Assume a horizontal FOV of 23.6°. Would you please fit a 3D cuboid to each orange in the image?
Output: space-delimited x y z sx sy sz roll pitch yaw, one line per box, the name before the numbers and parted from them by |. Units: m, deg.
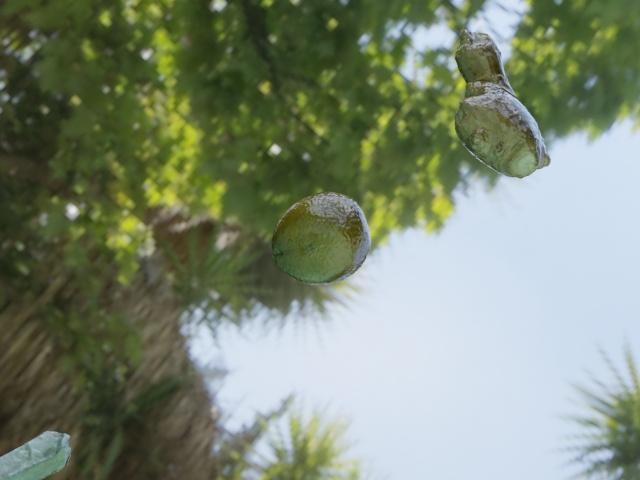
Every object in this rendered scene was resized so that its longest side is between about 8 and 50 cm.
orange | 0.000 0.000 1.431 0.085 0.095 0.085 158 -90 -85

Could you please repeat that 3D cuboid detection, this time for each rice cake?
rice cake | -0.338 0.244 1.508 0.034 0.211 0.043 44 -40 28

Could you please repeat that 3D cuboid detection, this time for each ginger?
ginger | 0.158 -0.129 1.472 0.067 0.096 0.165 -44 -118 40
